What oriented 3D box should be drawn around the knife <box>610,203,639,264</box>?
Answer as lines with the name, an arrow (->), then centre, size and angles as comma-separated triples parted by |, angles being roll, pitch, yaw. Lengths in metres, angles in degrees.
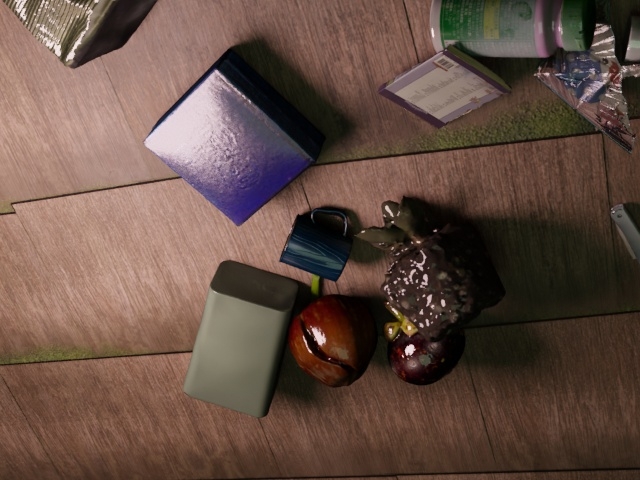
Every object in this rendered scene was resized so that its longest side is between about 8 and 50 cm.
knife -> 0.650, -0.009, 1.953 | 0.044, 0.023, 0.162 | -23, 118, 31

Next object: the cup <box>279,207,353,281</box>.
cup -> -0.002, 0.008, 2.070 | 0.138, 0.113, 0.150 | 22, 129, -4

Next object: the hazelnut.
hazelnut -> 0.041, 0.232, 2.165 | 0.217, 0.218, 0.234 | 18, 158, 1

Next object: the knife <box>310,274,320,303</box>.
knife -> -0.011, 0.095, 2.192 | 0.022, 0.026, 0.184 | 12, 131, 9

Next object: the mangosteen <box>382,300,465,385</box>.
mangosteen -> 0.221, 0.220, 2.132 | 0.217, 0.192, 0.192 | 45, 124, -2

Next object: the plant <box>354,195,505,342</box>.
plant -> 0.232, 0.045, 1.992 | 0.215, 0.213, 0.312 | -47, 69, 34

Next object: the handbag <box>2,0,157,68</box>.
handbag -> -0.426, -0.508, 1.730 | 0.240, 0.247, 0.340 | 46, 126, -6

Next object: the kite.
kite -> 0.524, -0.303, 1.693 | 0.314, 0.011, 0.335 | 7, 130, 44

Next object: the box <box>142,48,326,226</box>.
box -> -0.181, -0.210, 1.959 | 0.279, 0.116, 0.261 | 42, 125, -15

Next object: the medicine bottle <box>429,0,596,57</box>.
medicine bottle -> 0.341, -0.389, 1.649 | 0.274, 0.133, 0.134 | 7, 128, 25

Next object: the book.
book -> 0.233, -0.289, 1.773 | 0.157, 0.026, 0.231 | 28, 156, -22

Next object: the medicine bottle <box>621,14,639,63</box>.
medicine bottle -> 0.639, -0.351, 1.665 | 0.183, 0.086, 0.086 | 8, 127, 8

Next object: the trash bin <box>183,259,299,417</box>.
trash bin -> -0.188, 0.240, 2.258 | 0.222, 0.158, 0.344 | 17, 127, 1
